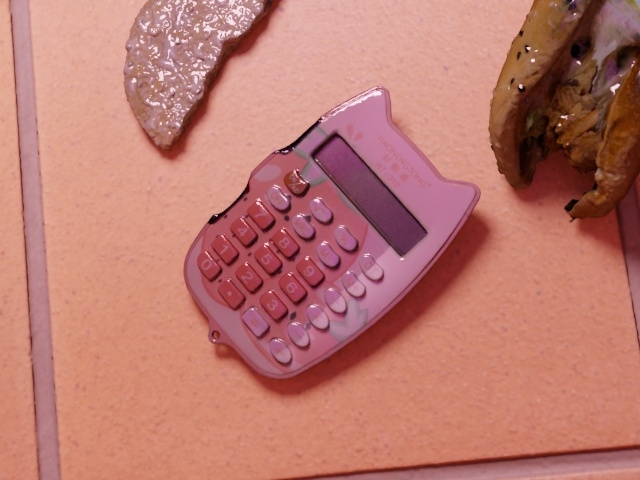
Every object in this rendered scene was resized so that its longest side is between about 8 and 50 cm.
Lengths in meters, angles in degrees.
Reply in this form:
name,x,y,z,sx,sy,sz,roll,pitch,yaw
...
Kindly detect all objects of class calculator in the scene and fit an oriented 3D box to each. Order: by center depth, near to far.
name,x,y,z,sx,sy,sz,roll,pitch,yaw
calculator,0.000,0.000,1.074,0.329,0.048,0.220,-41,79,3

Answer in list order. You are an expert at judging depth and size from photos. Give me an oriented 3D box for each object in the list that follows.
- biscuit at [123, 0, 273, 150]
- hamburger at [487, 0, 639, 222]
name,x,y,z,sx,sy,sz,roll,pitch,yaw
biscuit,-0.157,-0.237,1.138,0.133,0.032,0.250,33,88,13
hamburger,0.284,-0.179,0.995,0.167,0.192,0.288,28,86,21
